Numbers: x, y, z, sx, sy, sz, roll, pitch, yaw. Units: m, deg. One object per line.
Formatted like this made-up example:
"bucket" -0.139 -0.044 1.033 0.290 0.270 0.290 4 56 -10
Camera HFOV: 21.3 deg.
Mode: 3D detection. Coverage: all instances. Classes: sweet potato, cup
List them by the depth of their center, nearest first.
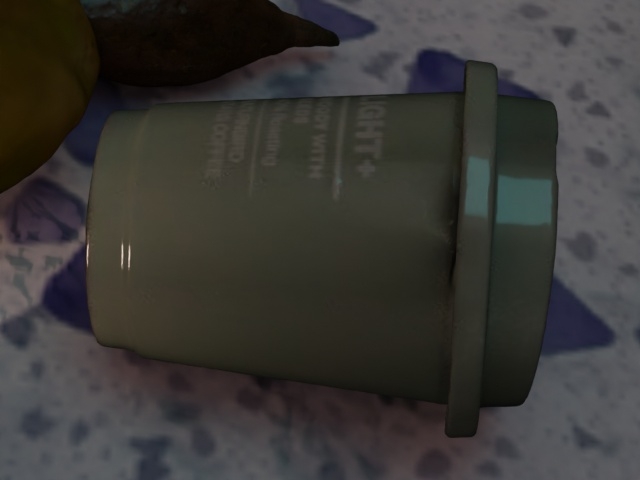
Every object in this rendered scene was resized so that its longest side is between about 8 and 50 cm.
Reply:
"cup" 0.000 0.000 0.541 0.141 0.120 0.120 4 52 0
"sweet potato" -0.046 -0.080 0.637 0.117 0.049 0.049 3 52 -24

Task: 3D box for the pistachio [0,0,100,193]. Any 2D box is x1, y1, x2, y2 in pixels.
"pistachio" -0.167 -0.045 0.549 0.189 0.100 0.110 -1 75 -24
